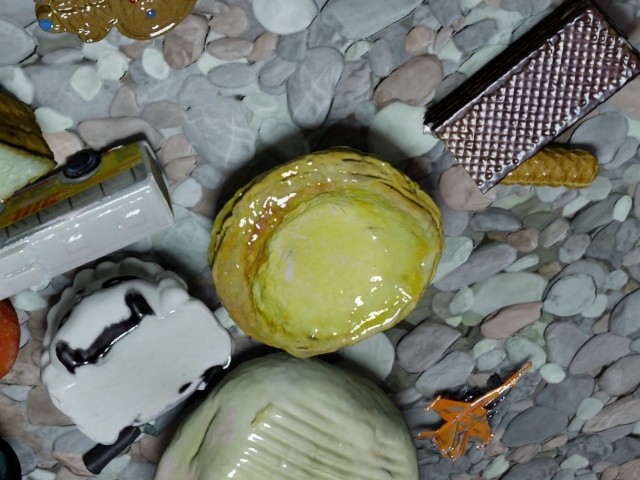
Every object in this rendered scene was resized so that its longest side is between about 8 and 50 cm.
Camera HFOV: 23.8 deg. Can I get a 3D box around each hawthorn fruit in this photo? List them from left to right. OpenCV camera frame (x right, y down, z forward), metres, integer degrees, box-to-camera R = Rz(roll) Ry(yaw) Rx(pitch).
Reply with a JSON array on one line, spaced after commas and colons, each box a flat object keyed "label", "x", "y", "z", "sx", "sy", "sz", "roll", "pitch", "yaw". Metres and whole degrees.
[{"label": "hawthorn fruit", "x": -0.399, "y": 0.108, "z": 1.725, "sx": 0.128, "sy": 0.128, "sz": 0.128, "roll": -10, "pitch": 131, "yaw": -11}]

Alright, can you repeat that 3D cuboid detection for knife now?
[{"label": "knife", "x": -0.210, "y": 0.229, "z": 1.960, "sx": 0.230, "sy": 0.028, "sz": 0.060, "roll": -40, "pitch": 142, "yaw": 12}]

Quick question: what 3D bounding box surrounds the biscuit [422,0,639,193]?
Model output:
[{"label": "biscuit", "x": 0.237, "y": -0.167, "z": 1.729, "sx": 0.252, "sy": 0.070, "sz": 0.106, "roll": -38, "pitch": 111, "yaw": 14}]

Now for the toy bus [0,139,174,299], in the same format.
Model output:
[{"label": "toy bus", "x": -0.294, "y": -0.015, "z": 1.664, "sx": 0.268, "sy": 0.106, "sz": 0.092, "roll": -23, "pitch": 131, "yaw": 0}]

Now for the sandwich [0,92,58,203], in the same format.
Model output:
[{"label": "sandwich", "x": -0.438, "y": -0.064, "z": 1.515, "sx": 0.273, "sy": 0.095, "sz": 0.249, "roll": -33, "pitch": 161, "yaw": 8}]

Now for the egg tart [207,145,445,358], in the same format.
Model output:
[{"label": "egg tart", "x": 0.000, "y": 0.000, "z": 1.772, "sx": 0.294, "sy": 0.123, "sz": 0.294, "roll": -12, "pitch": 130, "yaw": -14}]

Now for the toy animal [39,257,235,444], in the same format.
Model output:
[{"label": "toy animal", "x": -0.223, "y": 0.116, "z": 1.769, "sx": 0.208, "sy": 0.156, "sz": 0.204, "roll": -37, "pitch": 129, "yaw": 3}]

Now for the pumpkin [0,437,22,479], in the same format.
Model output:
[{"label": "pumpkin", "x": -0.454, "y": 0.285, "z": 1.816, "sx": 0.194, "sy": 0.194, "sz": 0.150, "roll": 1, "pitch": 110, "yaw": -21}]

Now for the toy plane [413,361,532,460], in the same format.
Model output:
[{"label": "toy plane", "x": 0.216, "y": 0.225, "z": 2.086, "sx": 0.135, "sy": 0.062, "sz": 0.188, "roll": 36, "pitch": 97, "yaw": -38}]

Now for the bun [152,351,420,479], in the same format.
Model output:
[{"label": "bun", "x": -0.048, "y": 0.305, "z": 1.953, "sx": 0.361, "sy": 0.213, "sz": 0.361, "roll": -7, "pitch": 104, "yaw": -27}]

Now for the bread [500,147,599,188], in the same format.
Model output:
[{"label": "bread", "x": 0.266, "y": -0.089, "z": 1.839, "sx": 0.157, "sy": 0.044, "sz": 0.052, "roll": 1, "pitch": 135, "yaw": -19}]

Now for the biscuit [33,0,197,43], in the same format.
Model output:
[{"label": "biscuit", "x": -0.205, "y": -0.253, "z": 1.547, "sx": 0.175, "sy": 0.026, "sz": 0.124, "roll": -14, "pitch": 131, "yaw": -8}]
